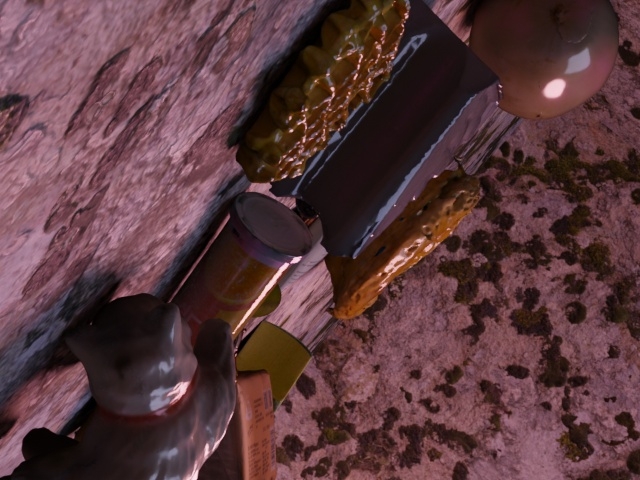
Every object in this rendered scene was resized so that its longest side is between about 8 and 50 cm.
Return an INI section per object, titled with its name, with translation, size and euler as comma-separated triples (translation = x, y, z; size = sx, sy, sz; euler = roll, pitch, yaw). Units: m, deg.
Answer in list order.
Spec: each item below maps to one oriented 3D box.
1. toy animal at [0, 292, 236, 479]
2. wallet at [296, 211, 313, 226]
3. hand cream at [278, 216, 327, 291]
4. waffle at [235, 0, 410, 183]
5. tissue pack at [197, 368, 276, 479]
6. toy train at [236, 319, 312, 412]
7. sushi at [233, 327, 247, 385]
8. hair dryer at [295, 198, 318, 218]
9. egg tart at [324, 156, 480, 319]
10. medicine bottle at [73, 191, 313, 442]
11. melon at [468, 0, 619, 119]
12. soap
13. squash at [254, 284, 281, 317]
[toy animal]
translation = -0.243, 0.190, 1.382
size = 0.307, 0.266, 0.188
euler = -8, 154, 2
[wallet]
translation = -0.028, -0.028, 2.000
size = 0.176, 0.026, 0.095
euler = -44, 177, -33
[hand cream]
translation = 0.000, 0.000, 2.174
size = 0.331, 0.058, 0.085
euler = -55, 173, 35
[waffle]
translation = -0.004, -0.151, 1.379
size = 0.219, 0.057, 0.229
euler = -48, 172, -14
[tissue pack]
translation = -0.202, 0.324, 2.194
size = 0.238, 0.238, 0.305
euler = -50, 173, 2
[toy train]
translation = -0.166, 0.337, 2.560
size = 0.253, 0.160, 0.397
euler = -54, 178, -42
[sushi]
translation = -0.173, 0.211, 1.940
size = 0.097, 0.103, 0.226
euler = -113, -144, -81
[hair dryer]
translation = 0.075, -0.155, 1.896
size = 0.235, 0.091, 0.272
euler = -25, 144, -50
[egg tart]
translation = 0.132, -0.012, 2.502
size = 0.388, 0.169, 0.388
euler = -45, 174, -6
[medicine bottle]
translation = -0.165, 0.131, 1.654
size = 0.426, 0.108, 0.108
euler = -53, 172, 27
[melon]
translation = 0.334, -0.296, 2.022
size = 0.223, 0.223, 0.317
euler = -49, 173, -5
[soap]
translation = 0.084, -0.130, 1.671
size = 0.302, 0.159, 0.258
euler = -49, 175, 3
[squash]
translation = -0.110, 0.082, 1.925
size = 0.066, 0.066, 0.201
euler = -51, 167, 14
